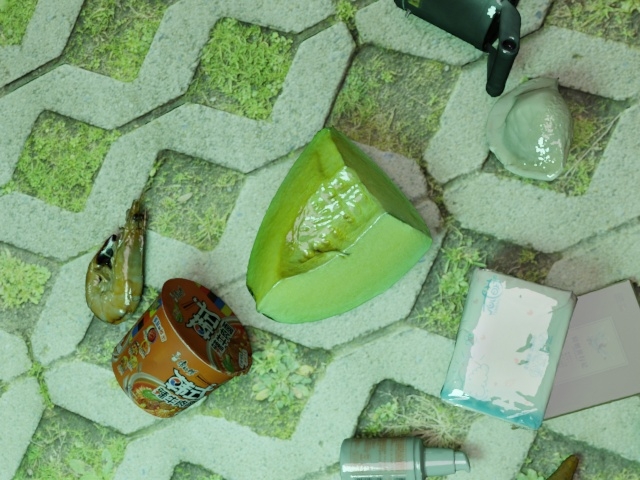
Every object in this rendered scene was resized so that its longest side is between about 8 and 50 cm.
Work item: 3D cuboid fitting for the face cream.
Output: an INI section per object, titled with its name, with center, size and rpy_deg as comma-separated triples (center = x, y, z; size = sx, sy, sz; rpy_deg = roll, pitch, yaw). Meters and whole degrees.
[face cream]
center = 0.169, 0.440, 1.436
size = 0.251, 0.101, 0.101
rpy_deg = -5, 86, 12

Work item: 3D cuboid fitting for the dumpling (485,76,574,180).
[dumpling]
center = 0.408, -0.215, 1.412
size = 0.166, 0.126, 0.216
rpy_deg = -12, 87, 28

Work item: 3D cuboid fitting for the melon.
[melon]
center = 0.000, 0.000, 1.448
size = 0.343, 0.226, 0.331
rpy_deg = -42, 91, 21

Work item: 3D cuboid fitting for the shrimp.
[shrimp]
center = -0.459, 0.046, 1.624
size = 0.152, 0.063, 0.287
rpy_deg = 9, 90, 24

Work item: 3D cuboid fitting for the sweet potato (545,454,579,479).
[sweet potato]
center = 0.424, 0.560, 1.390
size = 0.072, 0.066, 0.315
rpy_deg = 25, 95, 53

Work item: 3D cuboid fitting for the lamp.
[lamp]
center = 0.268, -0.501, 1.411
size = 0.272, 0.205, 0.374
rpy_deg = 13, 73, 8

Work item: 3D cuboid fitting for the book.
[book]
center = 0.489, 0.224, 1.417
size = 0.310, 0.021, 0.217
rpy_deg = -19, 82, 11

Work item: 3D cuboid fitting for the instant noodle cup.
[instant noodle cup]
center = -0.290, 0.230, 1.490
size = 0.192, 0.250, 0.250
rpy_deg = -42, 79, 16

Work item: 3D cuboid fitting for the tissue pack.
[tissue pack]
center = 0.357, 0.203, 1.377
size = 0.201, 0.124, 0.271
rpy_deg = 15, 89, 10
